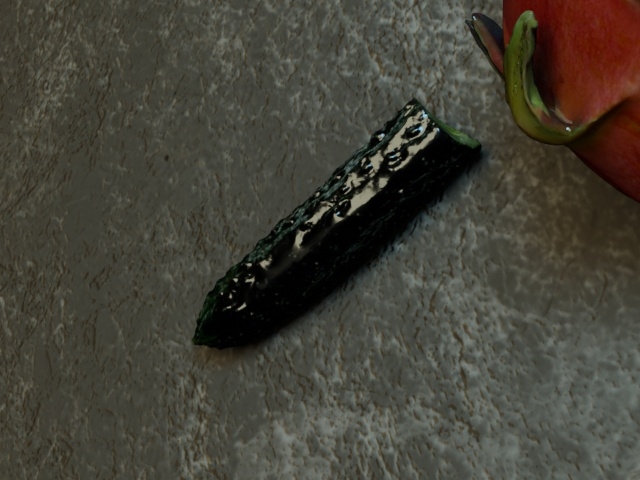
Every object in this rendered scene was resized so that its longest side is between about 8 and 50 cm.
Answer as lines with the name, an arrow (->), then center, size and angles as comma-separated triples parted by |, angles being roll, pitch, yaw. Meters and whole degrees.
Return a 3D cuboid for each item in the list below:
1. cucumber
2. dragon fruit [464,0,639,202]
cucumber -> 0.000, 0.001, 0.960 | 0.300, 0.072, 0.072 | -43, 53, 18
dragon fruit -> 0.211, -0.194, 0.711 | 0.305, 0.226, 0.305 | -44, 20, 20
